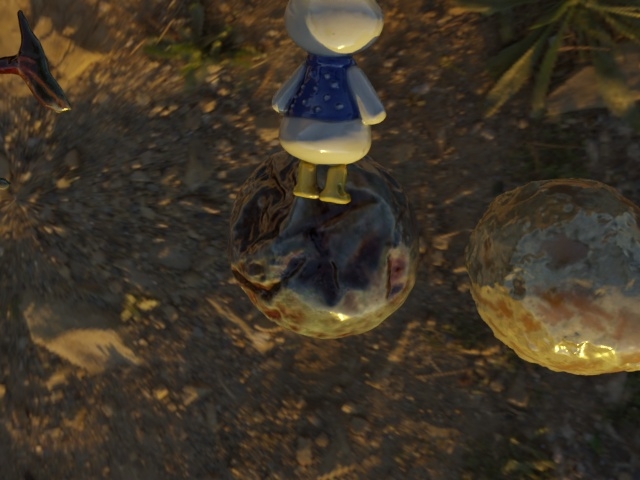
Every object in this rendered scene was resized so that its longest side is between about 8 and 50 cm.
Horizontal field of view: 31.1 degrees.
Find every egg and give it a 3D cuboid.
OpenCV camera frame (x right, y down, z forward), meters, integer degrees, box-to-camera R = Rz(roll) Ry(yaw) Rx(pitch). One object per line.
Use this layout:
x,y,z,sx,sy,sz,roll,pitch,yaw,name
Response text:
0.267,0.038,1.198,0.203,0.245,0.203,-34,141,-32,egg

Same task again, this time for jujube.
0.008,0.003,1.470,0.215,0.308,0.246,37,104,-24,jujube

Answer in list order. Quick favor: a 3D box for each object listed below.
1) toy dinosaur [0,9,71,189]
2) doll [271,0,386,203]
-0.332,-0.156,1.024,0.206,0.113,0.327,-26,81,-2,toy dinosaur
0.010,-0.188,1.241,0.119,0.138,0.293,-17,113,-55,doll
